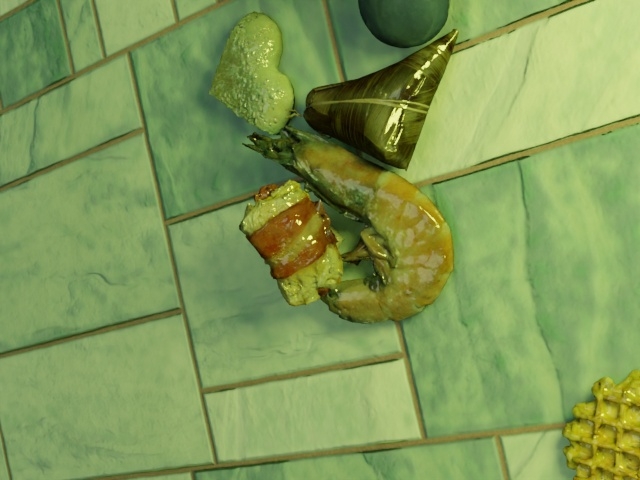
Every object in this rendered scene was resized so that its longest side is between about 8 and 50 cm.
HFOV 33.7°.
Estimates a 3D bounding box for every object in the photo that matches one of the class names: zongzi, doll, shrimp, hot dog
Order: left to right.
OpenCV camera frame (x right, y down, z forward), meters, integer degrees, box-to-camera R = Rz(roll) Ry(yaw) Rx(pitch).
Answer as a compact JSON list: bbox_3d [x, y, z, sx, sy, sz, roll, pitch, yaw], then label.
[{"bbox_3d":[-0.043,0.002,1.772,0.146,0.103,0.213,-24,102,12],"label":"hot dog"},{"bbox_3d":[0.026,-0.035,1.820,0.445,0.085,0.272,38,113,16],"label":"shrimp"},{"bbox_3d":[0.093,-0.266,1.771,0.247,0.111,0.241,27,93,39],"label":"zongzi"},{"bbox_3d":[0.149,-0.432,1.666,0.228,0.154,0.258,-134,41,-52],"label":"doll"}]

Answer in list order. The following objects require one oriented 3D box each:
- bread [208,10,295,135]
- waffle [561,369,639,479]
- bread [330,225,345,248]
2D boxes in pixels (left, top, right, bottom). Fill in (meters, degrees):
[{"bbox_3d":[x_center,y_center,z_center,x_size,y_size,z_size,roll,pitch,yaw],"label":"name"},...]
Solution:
[{"bbox_3d":[-0.134,-0.302,1.952,0.172,0.064,0.232,-14,85,36],"label":"bread"},{"bbox_3d":[0.477,0.317,1.552,0.249,0.056,0.253,47,118,25],"label":"waffle"},{"bbox_3d":[0.000,0.000,1.898,0.083,0.035,0.070,40,117,31],"label":"bread"}]
